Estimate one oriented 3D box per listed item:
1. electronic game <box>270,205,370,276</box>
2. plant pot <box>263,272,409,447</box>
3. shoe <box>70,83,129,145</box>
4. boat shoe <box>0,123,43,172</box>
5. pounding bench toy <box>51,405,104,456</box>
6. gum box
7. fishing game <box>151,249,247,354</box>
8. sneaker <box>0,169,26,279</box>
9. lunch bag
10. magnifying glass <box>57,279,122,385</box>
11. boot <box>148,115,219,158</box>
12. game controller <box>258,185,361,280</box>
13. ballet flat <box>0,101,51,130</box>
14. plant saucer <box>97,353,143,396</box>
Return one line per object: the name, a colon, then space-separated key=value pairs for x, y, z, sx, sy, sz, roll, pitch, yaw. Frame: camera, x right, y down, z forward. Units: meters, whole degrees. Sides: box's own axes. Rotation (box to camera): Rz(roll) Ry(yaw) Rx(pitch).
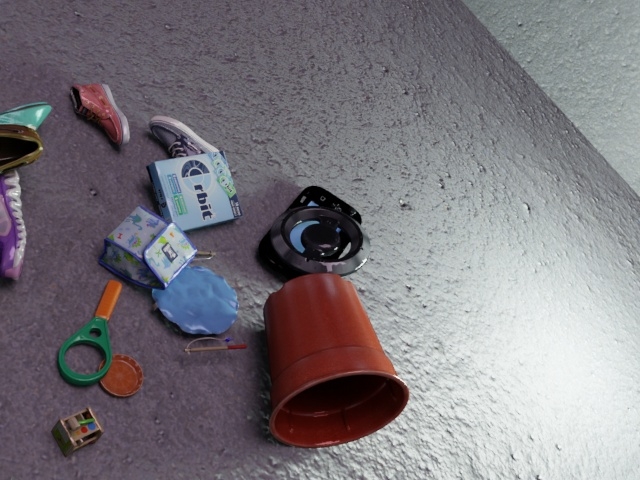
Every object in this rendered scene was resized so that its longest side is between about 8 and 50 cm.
electronic game: x=0.000 y=0.000 z=1.810 sx=0.229 sy=0.048 sz=0.229 roll=8 pitch=42 yaw=-7
plant pot: x=0.006 y=0.225 z=1.589 sx=0.272 sy=0.272 sz=0.265 roll=11 pitch=43 yaw=-30
shoe: x=-0.484 y=-0.274 z=1.756 sx=0.081 sy=0.063 sz=0.178 roll=-8 pitch=57 yaw=-39
boat shoe: x=-0.658 y=-0.159 z=1.442 sx=0.307 sy=0.104 sz=0.110 roll=-18 pitch=109 yaw=-27
pounding bench toy: x=-0.395 y=0.309 z=1.333 sx=0.065 sy=0.083 sz=0.052 roll=-20 pitch=70 yaw=-44
gum box: x=-0.271 y=-0.105 z=1.752 sx=0.184 sy=0.041 sz=0.157 roll=-15 pitch=87 yaw=-43
fishing game: x=-0.255 y=0.122 z=1.624 sx=0.189 sy=0.041 sz=0.264 roll=1 pitch=48 yaw=-37
sneaker: x=-0.594 y=-0.028 z=1.458 sx=0.104 sy=0.095 sz=0.236 roll=0 pitch=52 yaw=-31
lunch bag: x=-0.337 y=0.020 z=1.590 sx=0.151 sy=0.096 sz=0.129 roll=32 pitch=43 yaw=2
magnifying glass: x=-0.411 y=0.166 z=1.476 sx=0.092 sy=0.026 sz=0.231 roll=18 pitch=46 yaw=-9
boot: x=-0.311 y=-0.203 z=1.818 sx=0.190 sy=0.069 sz=0.086 roll=30 pitch=48 yaw=-17
game controller: x=-0.021 y=-0.013 z=1.886 sx=0.166 sy=0.067 sz=0.319 roll=40 pitch=42 yaw=-3
ballet flat: x=-0.634 y=-0.206 z=1.582 sx=0.247 sy=0.083 sz=0.087 roll=-23 pitch=86 yaw=-42
plant saucer: x=-0.364 y=0.246 z=1.460 sx=0.083 sy=0.013 sz=0.083 roll=21 pitch=46 yaw=-23
